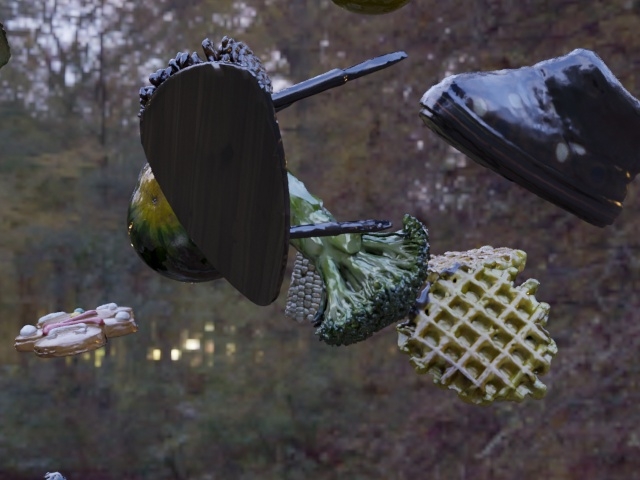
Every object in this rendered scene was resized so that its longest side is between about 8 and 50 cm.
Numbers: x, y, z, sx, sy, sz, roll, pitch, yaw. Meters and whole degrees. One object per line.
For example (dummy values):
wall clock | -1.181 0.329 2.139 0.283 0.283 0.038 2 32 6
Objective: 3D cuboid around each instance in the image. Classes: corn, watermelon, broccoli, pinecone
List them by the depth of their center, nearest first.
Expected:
broccoli | 0.016 -0.012 1.875 0.252 0.361 0.221 -23 -11 -37
watermelon | -0.209 -0.057 2.017 0.269 0.268 0.269 0 -6 0
corn | -0.013 0.056 2.223 0.087 0.210 0.087 14 1 0
pinecone | -0.240 -0.291 2.376 0.292 0.246 0.246 -10 -9 16

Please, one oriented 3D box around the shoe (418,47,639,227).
shoe | 0.357 -0.196 1.805 0.384 0.237 0.171 27 7 -17

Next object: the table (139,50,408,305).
table | -0.048 -0.129 1.509 0.249 0.317 0.317 -22 8 -35

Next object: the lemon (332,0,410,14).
lemon | 0.074 -0.423 1.685 0.184 0.184 0.248 2 20 -13

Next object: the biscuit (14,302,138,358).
biscuit | -0.433 0.155 2.060 0.216 0.047 0.339 -10 5 0

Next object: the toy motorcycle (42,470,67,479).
toy motorcycle | -0.267 0.442 1.547 0.125 0.196 0.331 -38 45 -19

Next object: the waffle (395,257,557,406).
waffle | 0.289 0.159 2.111 0.307 0.311 0.060 13 -38 -8

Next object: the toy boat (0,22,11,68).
toy boat | -0.614 -0.359 2.013 0.084 0.111 0.276 33 -21 13

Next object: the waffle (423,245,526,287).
waffle | 0.299 0.064 2.441 0.283 0.065 0.309 -7 5 28
